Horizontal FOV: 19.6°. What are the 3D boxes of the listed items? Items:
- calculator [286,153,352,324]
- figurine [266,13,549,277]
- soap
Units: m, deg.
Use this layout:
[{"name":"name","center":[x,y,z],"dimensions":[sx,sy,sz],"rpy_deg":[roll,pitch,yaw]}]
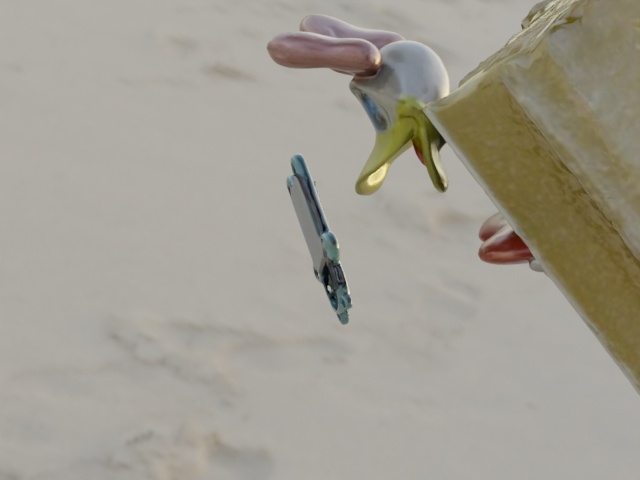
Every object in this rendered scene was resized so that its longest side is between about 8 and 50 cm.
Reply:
[{"name":"calculator","center":[0.000,0.000,1.543],"dimensions":[0.019,0.141,0.094],"rpy_deg":[-16,-16,-10]},{"name":"figurine","center":[0.169,-0.073,1.388],"dimensions":[0.421,0.193,0.154],"rpy_deg":[10,14,8]},{"name":"soap","center":[0.266,-0.041,0.982],"dimensions":[0.335,0.293,0.156],"rpy_deg":[54,-20,-4]}]
